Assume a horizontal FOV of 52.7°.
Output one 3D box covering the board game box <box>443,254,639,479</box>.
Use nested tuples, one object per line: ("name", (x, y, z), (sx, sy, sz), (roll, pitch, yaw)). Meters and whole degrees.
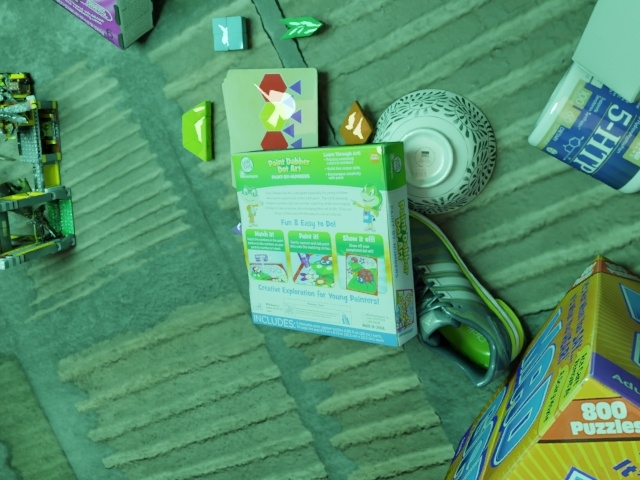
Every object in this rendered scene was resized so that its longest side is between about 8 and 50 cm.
("board game box", (0.348, 0.295, 0.690), (0.356, 0.356, 0.356), (33, 116, 13))

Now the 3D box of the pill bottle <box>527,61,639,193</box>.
("pill bottle", (0.352, -0.120, 0.755), (0.186, 0.112, 0.112), (30, 109, 9))

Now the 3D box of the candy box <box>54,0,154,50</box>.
("candy box", (-0.304, -0.383, 0.842), (0.159, 0.071, 0.233), (36, 154, 7))

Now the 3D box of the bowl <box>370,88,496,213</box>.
("bowl", (0.138, -0.110, 0.840), (0.170, 0.080, 0.170), (4, 103, 17))

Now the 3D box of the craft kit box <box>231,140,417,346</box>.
("craft kit box", (0.000, 0.000, 0.847), (0.250, 0.061, 0.246), (4, 107, 38))

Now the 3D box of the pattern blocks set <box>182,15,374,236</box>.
("pattern blocks set", (-0.066, -0.151, 0.918), (0.285, 0.026, 0.325), (12, 107, 16))

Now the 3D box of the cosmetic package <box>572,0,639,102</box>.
("cosmetic package", (0.369, -0.268, 0.644), (0.107, 0.127, 0.238), (57, 149, 33))

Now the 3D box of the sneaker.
("sneaker", (0.147, 0.068, 0.852), (0.300, 0.121, 0.111), (42, 117, 4))

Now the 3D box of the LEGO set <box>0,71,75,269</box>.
("LEGO set", (-0.529, -0.093, 0.987), (0.255, 0.192, 0.331), (12, 106, 14))
